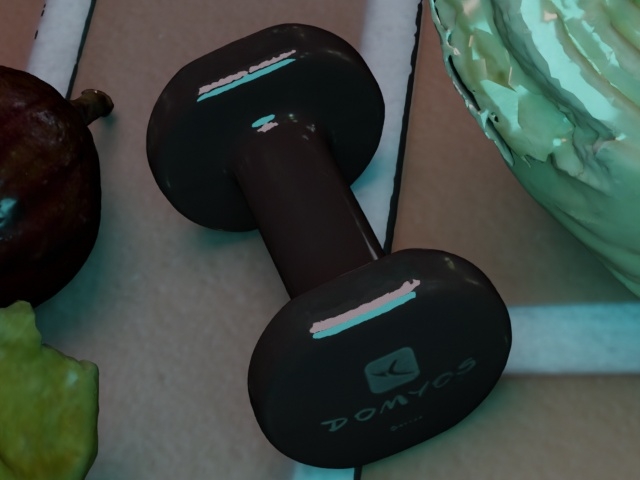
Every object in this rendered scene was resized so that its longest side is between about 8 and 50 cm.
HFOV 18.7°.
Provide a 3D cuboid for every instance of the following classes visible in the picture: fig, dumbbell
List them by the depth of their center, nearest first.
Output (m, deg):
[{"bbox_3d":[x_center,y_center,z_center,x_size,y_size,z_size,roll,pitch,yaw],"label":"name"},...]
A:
[{"bbox_3d":[0.000,0.000,1.033,0.140,0.124,0.225,-25,50,-4],"label":"dumbbell"},{"bbox_3d":[-0.181,-0.031,1.099,0.202,0.148,0.149,-14,74,-24],"label":"fig"}]

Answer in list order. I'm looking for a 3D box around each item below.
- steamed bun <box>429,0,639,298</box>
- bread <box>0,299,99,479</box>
[{"bbox_3d":[0.225,-0.119,0.996,0.394,0.237,0.346,18,79,-7],"label":"steamed bun"},{"bbox_3d":[-0.257,0.146,0.945,0.238,0.196,0.252,2,56,19],"label":"bread"}]
